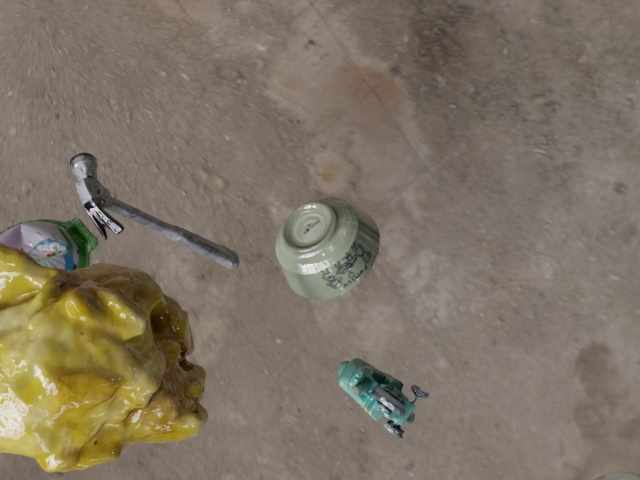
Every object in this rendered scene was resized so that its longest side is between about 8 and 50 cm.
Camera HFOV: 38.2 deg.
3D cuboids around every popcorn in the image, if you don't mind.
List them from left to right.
[{"bbox_3d":[-0.226,0.109,0.798,0.253,0.190,0.191,6,138,9],"label":"popcorn"}]

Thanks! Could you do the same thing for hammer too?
[{"bbox_3d":[-0.278,-0.028,1.666,0.044,0.152,0.427,-35,150,18],"label":"hammer"}]

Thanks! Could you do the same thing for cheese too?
[{"bbox_3d":[-0.494,0.077,1.447,0.320,0.204,0.083,-38,149,-16],"label":"cheese"}]

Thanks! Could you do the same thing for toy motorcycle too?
[{"bbox_3d":[0.120,0.310,1.925,0.198,0.296,0.109,36,84,10],"label":"toy motorcycle"}]

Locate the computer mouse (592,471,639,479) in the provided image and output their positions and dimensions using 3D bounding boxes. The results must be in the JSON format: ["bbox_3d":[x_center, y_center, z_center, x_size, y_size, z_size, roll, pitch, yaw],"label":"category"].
[{"bbox_3d":[0.307,0.318,0.880,0.121,0.297,0.184,45,77,3],"label":"computer mouse"}]

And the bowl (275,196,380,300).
[{"bbox_3d":[0.000,0.000,1.790,0.211,0.211,0.112,-44,140,-3],"label":"bowl"}]
